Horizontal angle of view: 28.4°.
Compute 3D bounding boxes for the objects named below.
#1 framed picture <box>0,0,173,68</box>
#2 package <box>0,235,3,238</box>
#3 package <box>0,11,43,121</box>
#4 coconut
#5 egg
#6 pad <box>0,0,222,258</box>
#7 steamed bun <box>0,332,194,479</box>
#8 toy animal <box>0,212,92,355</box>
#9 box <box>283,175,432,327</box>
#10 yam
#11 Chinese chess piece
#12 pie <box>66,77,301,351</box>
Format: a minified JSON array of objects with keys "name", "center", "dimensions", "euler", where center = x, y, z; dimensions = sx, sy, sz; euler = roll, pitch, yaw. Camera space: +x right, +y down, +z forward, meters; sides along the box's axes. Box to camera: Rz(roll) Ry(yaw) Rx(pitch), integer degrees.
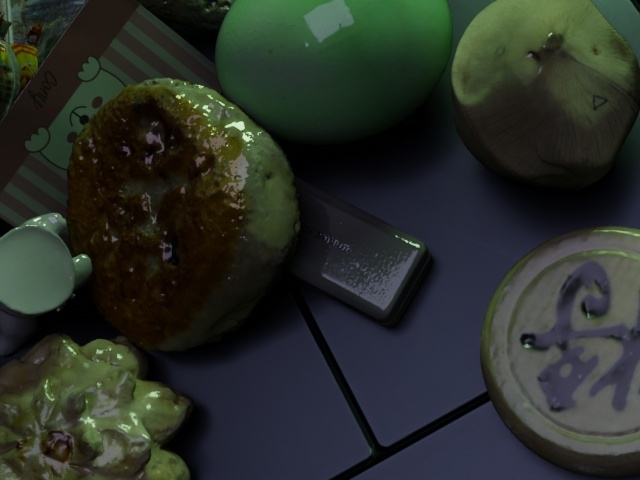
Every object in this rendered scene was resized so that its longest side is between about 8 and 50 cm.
[{"name":"framed picture","center":[-0.302,-0.302,1.595],"dimensions":[0.240,0.020,0.324],"euler":[-7,81,14]},{"name":"package","center":[-0.414,0.027,1.555],"dimensions":[0.200,0.022,0.083],"euler":[14,79,18]},{"name":"package","center":[-0.420,-0.136,1.491],"dimensions":[0.108,0.223,0.288],"euler":[33,98,1]},{"name":"coconut","center":[0.234,-0.154,1.313],"dimensions":[0.224,0.224,0.224],"euler":[-4,73,15]},{"name":"egg","center":[0.013,-0.217,1.395],"dimensions":[0.270,0.220,0.220],"euler":[-14,71,13]},{"name":"pad","center":[-0.262,-0.129,1.486],"dimensions":[0.299,0.202,0.005],"euler":[-55,26,-5]},{"name":"steamed bun","center":[-0.299,0.236,1.402],"dimensions":[0.295,0.137,0.292],"euler":[37,90,20]},{"name":"toy animal","center":[-0.341,0.046,1.455],"dimensions":[0.104,0.221,0.131],"euler":[42,65,-10]},{"name":"box","center":[0.000,0.000,1.425],"dimensions":[0.244,0.055,0.103],"euler":[28,83,22]},{"name":"yam","center":[-0.143,-0.291,1.519],"dimensions":[0.179,0.078,0.078],"euler":[15,78,-3]},{"name":"Chinese chess piece","center":[0.291,0.112,1.284],"dimensions":[0.257,0.104,0.257],"euler":[-5,72,15]},{"name":"pie","center":[-0.168,-0.032,1.404],"dimensions":[0.315,0.092,0.315],"euler":[5,100,31]}]
